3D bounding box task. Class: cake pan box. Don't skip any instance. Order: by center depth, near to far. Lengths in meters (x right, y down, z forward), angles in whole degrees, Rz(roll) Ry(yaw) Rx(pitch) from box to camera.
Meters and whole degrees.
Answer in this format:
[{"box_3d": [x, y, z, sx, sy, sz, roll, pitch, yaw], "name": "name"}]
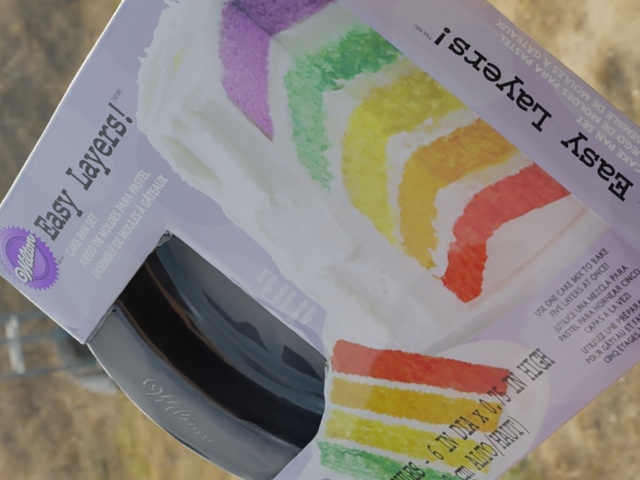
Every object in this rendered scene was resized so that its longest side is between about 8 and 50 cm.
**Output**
[{"box_3d": [0.000, 0.000, 0.700, 0.246, 0.070, 0.267, 42, 135, -1], "name": "cake pan box"}]
